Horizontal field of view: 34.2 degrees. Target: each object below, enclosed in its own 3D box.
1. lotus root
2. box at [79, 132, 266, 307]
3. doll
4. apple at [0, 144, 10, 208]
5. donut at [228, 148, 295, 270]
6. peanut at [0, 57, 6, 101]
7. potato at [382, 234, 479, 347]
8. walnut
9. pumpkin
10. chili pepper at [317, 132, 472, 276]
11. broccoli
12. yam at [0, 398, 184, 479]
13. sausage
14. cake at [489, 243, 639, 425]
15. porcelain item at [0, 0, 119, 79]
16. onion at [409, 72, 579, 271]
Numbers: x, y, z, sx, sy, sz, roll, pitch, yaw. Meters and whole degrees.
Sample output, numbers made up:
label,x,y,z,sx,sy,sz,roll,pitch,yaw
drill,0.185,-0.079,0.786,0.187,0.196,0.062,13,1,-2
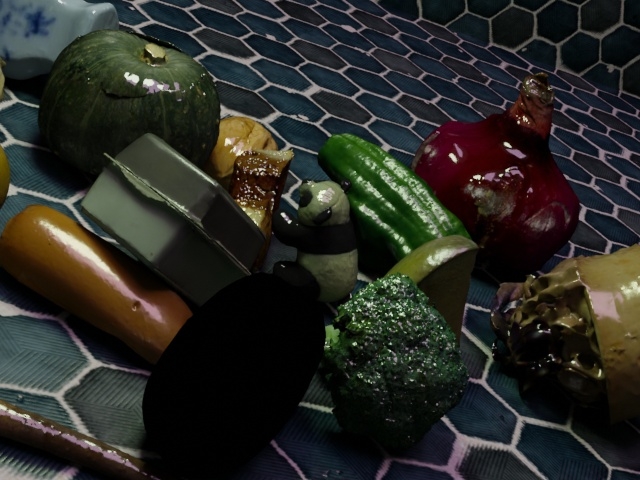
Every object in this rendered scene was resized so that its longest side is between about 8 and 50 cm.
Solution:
label,x,y,z,sx,sy,sz,roll,pitch,yaw
lotus root,-0.118,0.182,1.443,0.195,0.179,0.397,20,37,15
box,-0.222,-0.024,1.635,0.220,0.166,0.290,37,-6,24
doll,0.001,0.001,1.851,0.135,0.234,0.143,5,15,37
apple,-0.567,-0.097,1.590,0.182,0.155,0.182,21,30,-13
donut,-0.134,-0.048,1.900,0.112,0.151,0.295,16,38,5
peanut,-0.663,-0.266,1.815,0.174,0.158,0.340,53,29,-13
potato,0.183,0.082,1.818,0.269,0.255,0.112,-3,41,-45
walnut,-0.166,-0.164,2.062,0.159,0.159,0.207,25,26,-2
pumpkin,-0.345,-0.244,1.921,0.327,0.258,0.292,14,32,-15
chili pepper,0.125,-0.042,2.051,0.167,0.213,0.385,-18,55,-38
broccoli,0.098,0.181,1.619,0.269,0.270,0.270,4,4,-37
yam,-0.315,0.259,1.309,0.326,0.045,0.045,24,50,-5
sausage,-0.316,0.075,1.562,0.353,0.116,0.134,32,20,3
cake,0.477,0.187,1.921,0.320,0.332,0.332,-12,28,8
porcelain item,-0.623,-0.456,2.095,0.405,0.243,0.178,24,4,10
onion,0.413,-0.167,2.283,0.398,0.420,0.398,25,17,-8
